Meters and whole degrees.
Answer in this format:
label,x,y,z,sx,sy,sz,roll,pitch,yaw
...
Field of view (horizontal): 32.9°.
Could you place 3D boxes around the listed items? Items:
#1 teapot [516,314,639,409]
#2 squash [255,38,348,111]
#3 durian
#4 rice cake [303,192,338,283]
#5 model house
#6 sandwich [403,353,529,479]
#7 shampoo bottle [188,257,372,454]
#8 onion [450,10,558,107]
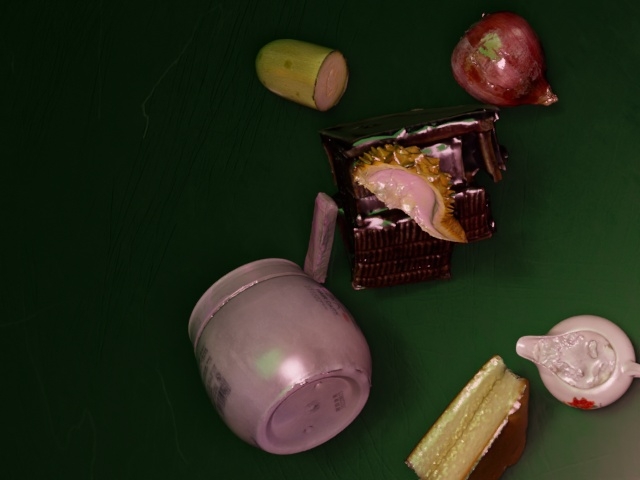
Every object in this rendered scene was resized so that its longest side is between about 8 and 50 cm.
label,x,y,z,sx,sy,sz,roll,pitch,yaw
teapot,0.419,0.188,1.665,0.226,0.092,0.145,6,81,26
squash,-0.046,-0.320,2.018,0.186,0.123,0.123,25,87,32
durian,0.156,-0.079,1.635,0.140,0.224,0.078,-17,41,45
rice cake,0.000,0.000,1.876,0.036,0.207,0.047,-26,56,-30
model house,0.164,-0.070,1.822,0.317,0.297,0.283,-12,102,7
sandwich,0.248,0.305,1.697,0.122,0.128,0.236,40,94,32
shampoo bottle,-0.067,0.190,1.796,0.273,0.273,0.266,-42,54,10
onion,0.317,-0.290,1.822,0.195,0.159,0.159,44,97,8
